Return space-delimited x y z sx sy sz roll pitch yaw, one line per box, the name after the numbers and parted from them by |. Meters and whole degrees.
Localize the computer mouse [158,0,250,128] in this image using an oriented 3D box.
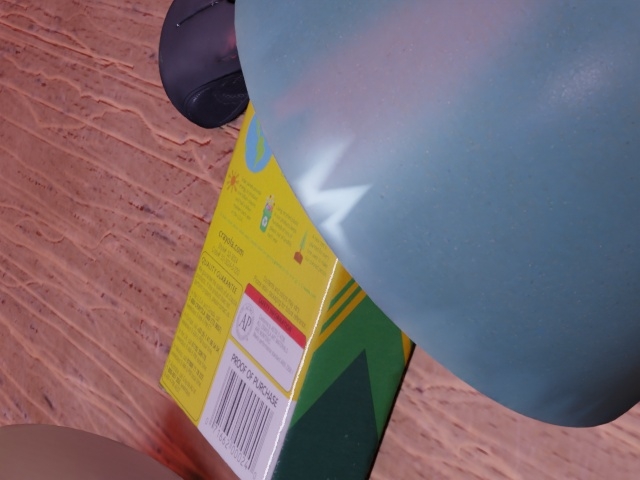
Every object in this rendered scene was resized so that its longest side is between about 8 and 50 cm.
-0.066 -0.189 1.496 0.272 0.072 0.188 -40 47 49 | computer mouse

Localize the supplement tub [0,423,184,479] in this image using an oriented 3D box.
-0.222 0.321 1.413 0.228 0.228 0.316 49 122 56 | supplement tub

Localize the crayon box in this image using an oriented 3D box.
0.000 0.000 1.291 0.202 0.081 0.318 40 115 59 | crayon box

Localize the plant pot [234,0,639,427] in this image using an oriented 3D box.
0.145 -0.096 0.868 0.235 0.293 0.293 -38 46 31 | plant pot
